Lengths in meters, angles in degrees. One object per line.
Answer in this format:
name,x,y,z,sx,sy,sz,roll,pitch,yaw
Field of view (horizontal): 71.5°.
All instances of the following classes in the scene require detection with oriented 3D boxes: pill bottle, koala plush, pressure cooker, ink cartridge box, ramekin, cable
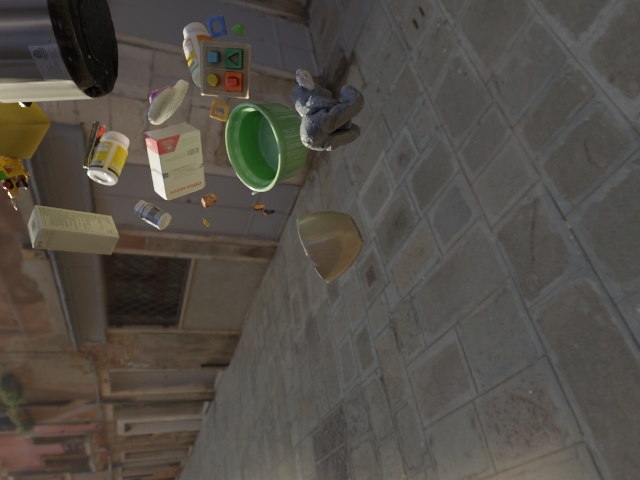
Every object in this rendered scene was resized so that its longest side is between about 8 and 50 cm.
pill bottle,-0.700,-0.108,1.851,0.078,0.137,0.078,-58,-13,-21
koala plush,-0.011,-0.399,1.341,0.221,0.203,0.196,55,163,23
pill bottle,-0.500,-0.787,1.879,0.136,0.136,0.246,-46,59,60
pill bottle,-0.895,-0.352,1.894,0.119,0.119,0.209,134,149,-60
pressure cooker,-0.792,-0.551,1.152,0.375,0.419,0.370,-117,22,-76
ink cartridge box,-0.634,-0.348,1.956,0.117,0.207,0.283,32,134,33
ramekin,-0.187,-0.338,1.573,0.303,0.148,0.304,22,123,39
cable,-1.054,-0.456,2.094,0.140,0.072,0.287,-61,31,36

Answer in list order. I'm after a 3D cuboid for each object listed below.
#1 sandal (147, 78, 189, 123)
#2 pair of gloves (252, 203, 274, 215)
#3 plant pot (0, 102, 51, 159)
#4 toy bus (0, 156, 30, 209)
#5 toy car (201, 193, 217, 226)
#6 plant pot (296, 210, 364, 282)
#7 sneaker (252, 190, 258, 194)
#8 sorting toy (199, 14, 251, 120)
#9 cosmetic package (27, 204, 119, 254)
sandal,-0.704,-0.629,1.987,0.169,0.102,0.416,-59,12,26
pair of gloves,-0.228,-0.123,1.779,0.083,0.074,0.010,26,118,23
plant pot,-1.172,-0.433,1.624,0.212,0.212,0.187,-42,-3,26
toy bus,-1.204,-0.258,1.749,0.191,0.104,0.202,38,145,38
toy car,-0.401,-0.116,1.606,0.040,0.060,0.122,59,-165,-67
plant pot,0.059,-0.002,1.740,0.284,0.190,0.284,60,-168,-21
sneaker,-0.326,-0.283,2.239,0.038,0.069,0.098,-2,45,53
sorting toy,-0.337,-0.593,1.547,0.047,0.195,0.348,-53,-31,-68
cosmetic package,-1.047,-0.041,1.895,0.113,0.309,0.160,-54,52,21
